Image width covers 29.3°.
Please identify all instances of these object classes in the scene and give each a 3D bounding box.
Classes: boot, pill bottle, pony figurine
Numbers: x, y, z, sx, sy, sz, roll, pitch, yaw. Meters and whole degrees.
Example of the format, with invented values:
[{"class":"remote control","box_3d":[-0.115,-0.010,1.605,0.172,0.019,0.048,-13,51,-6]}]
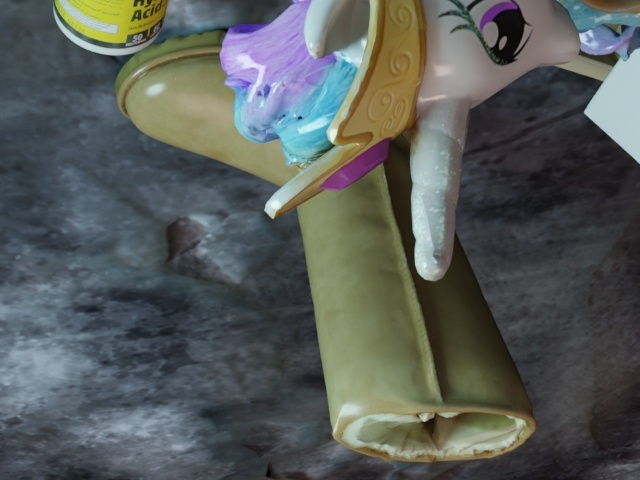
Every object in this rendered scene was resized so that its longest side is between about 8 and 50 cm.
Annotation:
[{"class":"boot","box_3d":[0.000,0.000,0.763,0.236,0.270,0.089,2,145,-21]},{"class":"pill bottle","box_3d":[-0.109,-0.161,0.668,0.065,0.065,0.116,0,147,-17]},{"class":"pony figurine","box_3d":[0.086,-0.197,0.437,0.363,0.351,0.303,-23,171,-17]}]

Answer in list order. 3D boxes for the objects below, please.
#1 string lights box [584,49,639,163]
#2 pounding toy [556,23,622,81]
[{"class":"string lights box","box_3d":[0.274,-0.138,0.679,0.259,0.077,0.133,-33,162,-35]},{"class":"pounding toy","box_3d":[0.138,-0.207,0.651,0.181,0.094,0.206,13,133,-25]}]
